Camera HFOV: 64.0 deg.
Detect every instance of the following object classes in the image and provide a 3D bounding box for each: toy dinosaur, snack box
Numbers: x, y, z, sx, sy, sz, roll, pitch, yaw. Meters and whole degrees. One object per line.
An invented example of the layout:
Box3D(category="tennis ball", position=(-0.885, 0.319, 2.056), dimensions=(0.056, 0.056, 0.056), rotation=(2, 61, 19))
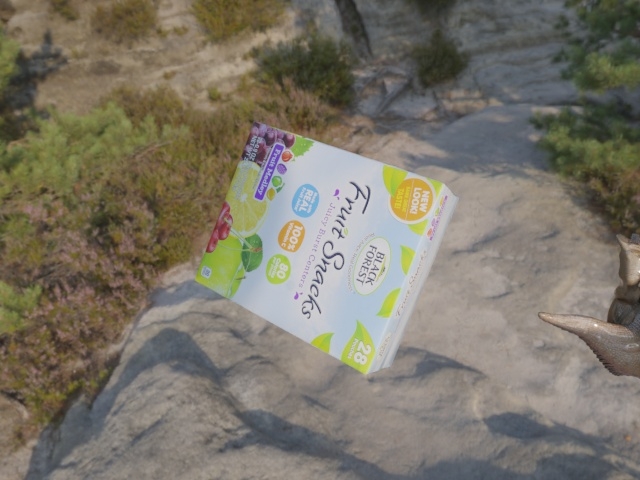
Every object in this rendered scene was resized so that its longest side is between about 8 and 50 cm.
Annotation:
Box3D(category="toy dinosaur", position=(0.377, 0.091, 0.563), dimensions=(0.295, 0.200, 0.127), rotation=(-19, 44, -16))
Box3D(category="snack box", position=(0.000, 0.000, 0.491), dimensions=(0.207, 0.175, 0.070), rotation=(23, 4, 26))
